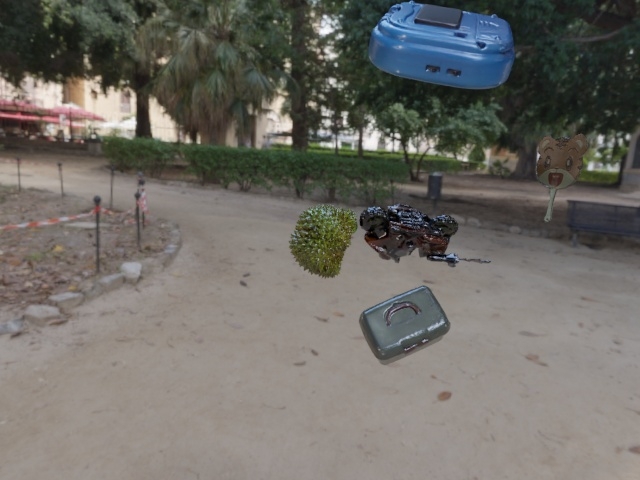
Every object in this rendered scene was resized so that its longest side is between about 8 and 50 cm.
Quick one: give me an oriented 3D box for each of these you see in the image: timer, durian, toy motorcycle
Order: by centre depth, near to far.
[{"bbox_3d":[0.279,-0.454,1.038,0.309,0.115,0.340,14,39,10],"label":"timer"},{"bbox_3d":[0.302,-0.001,1.339,0.401,0.207,0.134,5,50,-5],"label":"toy motorcycle"},{"bbox_3d":[0.000,-0.003,1.354,0.177,0.236,0.200,20,45,-7],"label":"durian"}]

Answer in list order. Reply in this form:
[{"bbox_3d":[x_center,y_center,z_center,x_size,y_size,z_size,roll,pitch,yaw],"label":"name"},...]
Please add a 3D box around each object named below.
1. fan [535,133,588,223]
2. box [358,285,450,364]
[{"bbox_3d":[0.599,-0.155,1.155,0.008,0.226,0.152,0,12,-20],"label":"fan"},{"bbox_3d":[0.213,0.220,1.166,0.210,0.148,0.129,-23,-30,-3],"label":"box"}]
